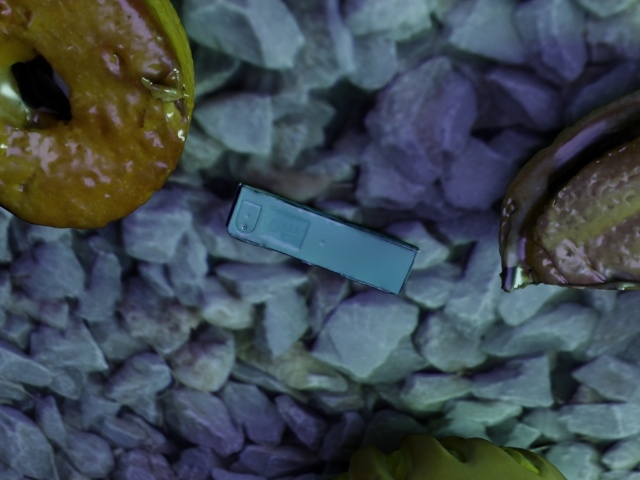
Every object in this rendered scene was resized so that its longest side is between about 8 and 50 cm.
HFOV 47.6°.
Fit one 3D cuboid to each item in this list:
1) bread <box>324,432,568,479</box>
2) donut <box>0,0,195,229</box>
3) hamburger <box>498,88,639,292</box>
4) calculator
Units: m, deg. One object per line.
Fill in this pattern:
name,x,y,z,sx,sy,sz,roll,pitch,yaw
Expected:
bread,0.112,0.318,0.725,0.333,0.160,0.333,3,117,6
donut,-0.213,-0.130,0.559,0.254,0.118,0.253,3,125,5
hamburger,0.235,-0.039,0.553,0.208,0.135,0.155,-14,99,31
calculator,0.000,0.000,0.655,0.172,0.018,0.057,20,120,-1
